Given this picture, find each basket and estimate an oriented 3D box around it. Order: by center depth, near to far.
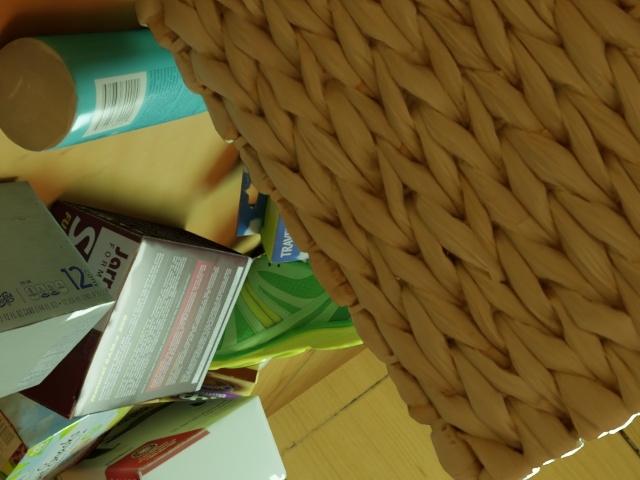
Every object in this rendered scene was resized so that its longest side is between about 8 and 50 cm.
[{"bbox_3d":[0.146,-0.102,0.509,0.266,0.328,0.331,-40,169,32],"label":"basket"}]

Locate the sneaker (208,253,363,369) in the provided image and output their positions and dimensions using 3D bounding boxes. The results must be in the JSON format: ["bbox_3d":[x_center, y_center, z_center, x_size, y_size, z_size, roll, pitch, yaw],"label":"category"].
[{"bbox_3d":[-0.046,0.061,1.013,0.295,0.124,0.109,-14,-179,16],"label":"sneaker"}]

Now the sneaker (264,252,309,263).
[{"bbox_3d":[0.000,0.000,1.112,0.192,0.064,0.086,-26,157,-47],"label":"sneaker"}]

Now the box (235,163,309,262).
[{"bbox_3d":[0.023,-0.038,0.815,0.178,0.042,0.109,-6,134,-18],"label":"box"}]

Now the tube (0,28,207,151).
[{"bbox_3d":[-0.088,-0.090,0.529,0.080,0.052,0.207,-39,175,28],"label":"tube"}]

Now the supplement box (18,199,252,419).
[{"bbox_3d":[-0.139,0.052,0.733,0.239,0.073,0.130,22,91,-77],"label":"supplement box"}]

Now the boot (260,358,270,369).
[{"bbox_3d":[-0.098,0.138,1.312,0.165,0.077,0.213,-43,168,35],"label":"boot"}]

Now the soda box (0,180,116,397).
[{"bbox_3d":[-0.238,0.044,0.458,0.091,0.098,0.286,-45,167,26],"label":"soda box"}]

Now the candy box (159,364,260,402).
[{"bbox_3d":[-0.140,0.170,1.205,0.187,0.109,0.053,117,-14,-65],"label":"candy box"}]

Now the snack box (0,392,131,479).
[{"bbox_3d":[-0.278,0.191,0.971,0.174,0.070,0.207,-27,164,-50],"label":"snack box"}]

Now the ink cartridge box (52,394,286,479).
[{"bbox_3d":[-0.212,0.281,1.162,0.272,0.114,0.197,-13,-172,42],"label":"ink cartridge box"}]
